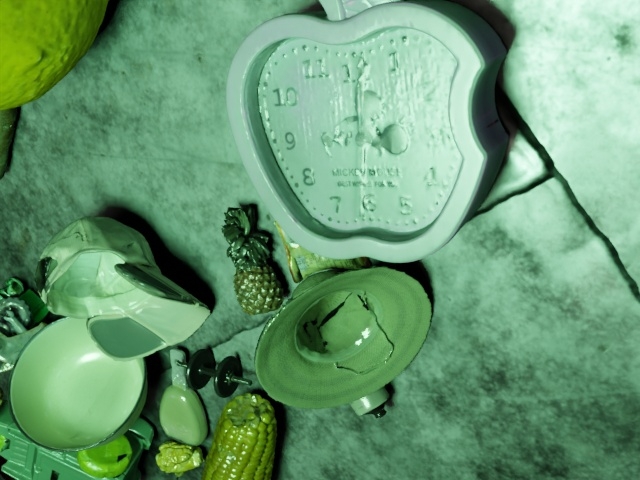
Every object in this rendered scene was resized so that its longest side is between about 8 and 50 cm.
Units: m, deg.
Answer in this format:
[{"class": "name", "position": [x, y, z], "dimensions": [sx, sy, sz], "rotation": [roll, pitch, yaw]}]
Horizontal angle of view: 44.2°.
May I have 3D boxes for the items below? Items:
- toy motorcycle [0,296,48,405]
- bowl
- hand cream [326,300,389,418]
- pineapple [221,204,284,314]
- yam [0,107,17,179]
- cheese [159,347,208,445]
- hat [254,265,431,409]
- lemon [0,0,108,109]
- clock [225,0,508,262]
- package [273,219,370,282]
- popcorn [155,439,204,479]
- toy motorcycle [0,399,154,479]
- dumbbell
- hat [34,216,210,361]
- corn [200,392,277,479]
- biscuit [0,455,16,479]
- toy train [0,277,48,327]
[{"class": "toy motorcycle", "position": [-0.564, 0.220, 1.410], "dimensions": [0.130, 0.229, 0.094], "rotation": [26, 168, -9]}, {"class": "bowl", "position": [-0.404, 0.259, 1.372], "dimensions": [0.238, 0.237, 0.126], "rotation": [28, 160, 17]}, {"class": "hand cream", "position": [0.037, 0.178, 1.148], "dimensions": [0.087, 0.054, 0.186], "rotation": [-36, 84, 32]}, {"class": "pineapple", "position": [-0.103, 0.027, 1.143], "dimensions": [0.074, 0.074, 0.159], "rotation": [-4, 109, 33]}, {"class": "yam", "position": [-0.526, -0.203, 1.294], "dimensions": [0.061, 0.061, 0.253], "rotation": [37, 127, 11]}, {"class": "cheese", "position": [-0.243, 0.270, 1.374], "dimensions": [0.097, 0.037, 0.192], "rotation": [15, 122, 24]}, {"class": "hat", "position": [0.014, 0.103, 1.066], "dimensions": [0.110, 0.252, 0.252], "rotation": [-121, 36, -48]}, {"class": "lemon", "position": [-0.446, -0.332, 0.983], "dimensions": [0.350, 0.387, 0.349], "rotation": [4, 109, 11]}, {"class": "clock", "position": [0.054, -0.142, 0.925], "dimensions": [0.338, 0.102, 0.338], "rotation": [11, 114, 26]}, {"class": "package", "position": [-0.002, 0.000, 1.090], "dimensions": [0.121, 0.031, 0.108], "rotation": [-13, 108, 29]}, {"class": "popcorn", "position": [-0.256, 0.383, 1.430], "dimensions": [0.084, 0.084, 0.084], "rotation": [14, 121, 25]}, {"class": "toy motorcycle", "position": [-0.484, 0.370, 1.490], "dimensions": [0.326, 0.200, 0.191], "rotation": [26, 126, 5]}, {"class": "dumbbell", "position": [-0.173, 0.216, 1.283], "dimensions": [0.147, 0.069, 0.069], "rotation": [9, 118, 29]}, {"class": "hat", "position": [-0.303, 0.069, 1.246], "dimensions": [0.275, 0.161, 0.232], "rotation": [27, 141, -11]}, {"class": "corn", "position": [-0.141, 0.406, 1.333], "dimensions": [0.120, 0.120, 0.363], "rotation": [28, 124, 17]}, {"class": "biscuit", "position": [-0.634, 0.432, 1.682], "dimensions": [0.106, 0.070, 0.252], "rotation": [45, 129, 5]}, {"class": "toy train", "position": [-0.601, 0.147, 1.517], "dimensions": [0.104, 0.071, 0.178], "rotation": [44, 128, -8]}]
